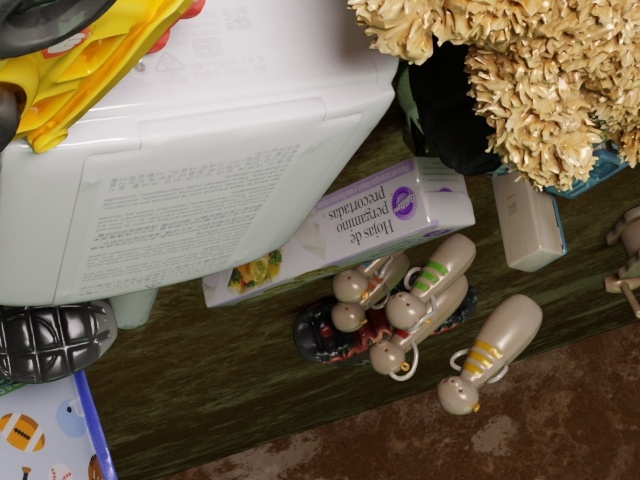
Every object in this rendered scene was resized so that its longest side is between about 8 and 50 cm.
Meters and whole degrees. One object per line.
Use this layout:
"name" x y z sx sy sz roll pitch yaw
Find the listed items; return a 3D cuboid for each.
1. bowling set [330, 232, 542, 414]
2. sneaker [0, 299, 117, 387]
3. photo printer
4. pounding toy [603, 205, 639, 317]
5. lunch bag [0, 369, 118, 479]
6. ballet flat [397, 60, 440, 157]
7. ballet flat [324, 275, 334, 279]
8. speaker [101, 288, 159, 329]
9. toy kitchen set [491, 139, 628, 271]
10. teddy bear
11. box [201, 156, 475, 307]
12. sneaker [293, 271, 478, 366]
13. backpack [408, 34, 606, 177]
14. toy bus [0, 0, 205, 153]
"bowling set" 0.081 0.049 1.085 0.154 0.200 0.287 -48 -146 -17
"sneaker" -0.335 0.101 0.962 0.267 0.101 0.106 -10 176 -10
"photo printer" -0.114 -0.050 0.667 0.256 0.107 0.307 -12 162 -23
"pounding toy" 0.567 0.032 1.589 0.154 0.155 0.269 -14 163 -2
"lunch bag" -0.387 0.322 1.054 0.327 0.386 0.239 -6 159 -35
"ballet flat" 0.098 -0.104 0.827 0.057 0.052 0.168 -20 163 2
"ballet flat" -0.010 0.016 1.127 0.173 0.049 0.057 -6 131 -51
"speaker" -0.187 0.044 0.971 0.055 0.055 0.136 -13 162 -21
"toy kitchen set" 0.319 -0.050 1.044 0.166 0.122 0.207 13 148 -31
"teddy bear" 0.160 -0.141 0.530 0.245 0.113 0.338 -47 140 5
"box" 0.000 0.000 0.935 0.067 0.063 0.324 -4 167 -45
"sneaker" 0.097 0.119 1.446 0.276 0.098 0.135 -17 163 -2
"backpack" 0.150 -0.119 0.721 0.182 0.152 0.115 -7 176 -43
"toy bus" -0.116 -0.124 0.404 0.220 0.149 0.211 -35 170 36
